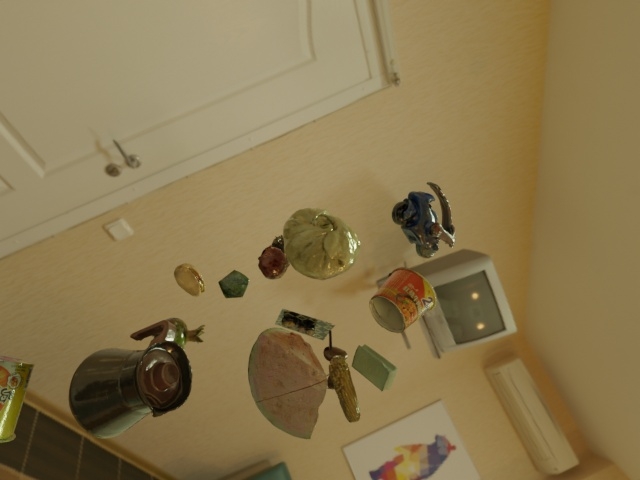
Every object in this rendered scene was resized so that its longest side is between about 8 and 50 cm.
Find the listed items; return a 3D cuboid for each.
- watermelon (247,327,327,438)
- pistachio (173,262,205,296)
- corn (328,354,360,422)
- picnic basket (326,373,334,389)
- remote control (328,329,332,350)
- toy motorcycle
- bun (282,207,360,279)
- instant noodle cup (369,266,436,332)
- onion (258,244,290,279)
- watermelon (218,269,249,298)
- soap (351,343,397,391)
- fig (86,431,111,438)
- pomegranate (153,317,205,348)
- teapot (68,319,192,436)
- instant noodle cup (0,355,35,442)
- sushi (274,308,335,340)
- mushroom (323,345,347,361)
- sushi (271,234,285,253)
[{"bbox_3d":[-0.116,0.494,1.476,0.319,0.292,0.222,25,11,1],"label":"watermelon"},{"bbox_3d":[-0.712,0.213,2.190,0.200,0.145,0.117,58,31,-21],"label":"pistachio"},{"bbox_3d":[0.098,0.610,1.658,0.086,0.087,0.288,-141,-146,-84],"label":"corn"},{"bbox_3d":[0.045,0.629,1.795,0.072,0.083,0.072,11,76,-49],"label":"picnic basket"},{"bbox_3d":[0.047,0.474,1.915,0.039,0.014,0.096,174,-85,-84],"label":"remote control"},{"bbox_3d":[0.421,-0.090,1.654,0.319,0.182,0.241,49,49,-31],"label":"toy motorcycle"},{"bbox_3d":[0.000,0.000,1.275,0.160,0.259,0.259,109,-39,-55],"label":"bun"},{"bbox_3d":[0.294,0.231,1.498,0.213,0.174,0.213,32,-40,32],"label":"instant noodle cup"},{"bbox_3d":[-0.230,0.116,2.094,0.184,0.147,0.183,27,59,-57],"label":"onion"},{"bbox_3d":[-0.269,0.136,1.273,0.072,0.092,0.084,-118,-176,-79],"label":"watermelon"},{"bbox_3d":[0.231,0.551,1.745,0.198,0.063,0.114,27,-73,46],"label":"soap"},{"bbox_3d":[-0.836,0.686,1.669,0.239,0.271,0.239,-9,-101,56],"label":"fig"},{"bbox_3d":[-0.600,0.397,1.698,0.156,0.220,0.156,-14,90,-89],"label":"pomegranate"},{"bbox_3d":[-0.656,0.481,1.441,0.305,0.362,0.376,52,27,-42],"label":"teapot"},{"bbox_3d":[-0.926,0.410,1.077,0.264,0.265,0.200,72,28,-67],"label":"instant noodle cup"},{"bbox_3d":[-0.092,0.466,2.113,0.264,0.290,0.050,117,-11,-56],"label":"sushi"},{"bbox_3d":[0.073,0.559,1.981,0.123,0.123,0.052,-122,-138,-70],"label":"mushroom"},{"bbox_3d":[-0.208,0.014,2.426,0.147,0.213,0.114,-12,-82,53],"label":"sushi"}]
